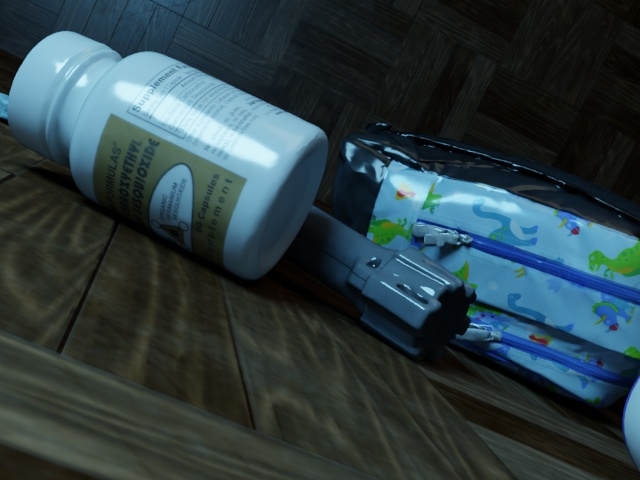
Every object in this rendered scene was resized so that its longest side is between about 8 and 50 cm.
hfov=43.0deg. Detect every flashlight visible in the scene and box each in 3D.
[{"bbox_3d":[0.000,0.000,0.738,0.304,0.103,0.103,32,-34,31],"label":"flashlight"}]

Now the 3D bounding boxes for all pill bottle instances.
[{"bbox_3d":[-0.121,-0.073,0.641,0.229,0.131,0.131,26,5,11],"label":"pill bottle"}]

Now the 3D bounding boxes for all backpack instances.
[{"bbox_3d":[0.212,0.020,0.868,0.355,0.274,0.290,6,0,21],"label":"backpack"}]

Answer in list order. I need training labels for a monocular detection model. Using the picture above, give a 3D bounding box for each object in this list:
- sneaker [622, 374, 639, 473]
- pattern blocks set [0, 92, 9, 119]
[{"bbox_3d":[0.291,0.145,0.601,0.322,0.130,0.236,21,-2,-20],"label":"sneaker"},{"bbox_3d":[-0.201,-0.097,0.941,0.285,0.026,0.324,31,12,31],"label":"pattern blocks set"}]
